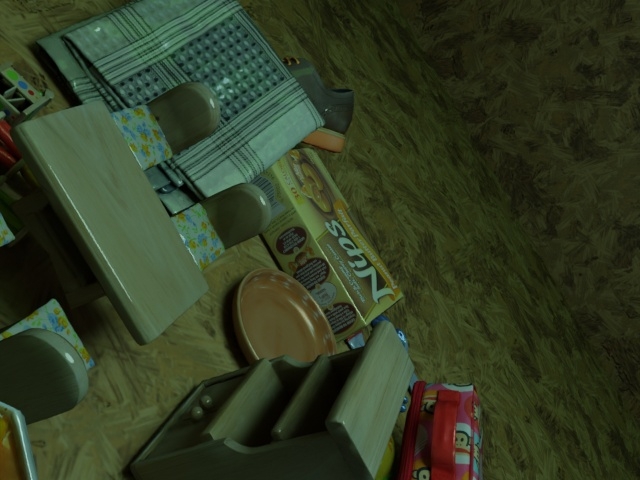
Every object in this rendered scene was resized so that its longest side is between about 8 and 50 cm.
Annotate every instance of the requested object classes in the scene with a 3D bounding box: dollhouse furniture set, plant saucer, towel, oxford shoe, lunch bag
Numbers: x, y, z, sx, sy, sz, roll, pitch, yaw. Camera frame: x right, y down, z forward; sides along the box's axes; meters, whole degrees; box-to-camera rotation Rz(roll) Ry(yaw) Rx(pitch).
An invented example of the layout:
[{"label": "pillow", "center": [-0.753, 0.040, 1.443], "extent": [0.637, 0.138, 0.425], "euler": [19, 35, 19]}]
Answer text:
[{"label": "dollhouse furniture set", "center": [-0.121, 0.042, 0.619], "extent": [0.394, 0.256, 0.362], "euler": [62, 27, -12]}, {"label": "plant saucer", "center": [-0.053, 0.134, 0.922], "extent": [0.200, 0.037, 0.200], "euler": [37, 34, -31]}, {"label": "towel", "center": [-0.180, -0.219, 0.927], "extent": [0.324, 0.056, 0.312], "euler": [-41, 99, -33]}, {"label": "oxford shoe", "center": [-0.091, -0.260, 1.100], "extent": [0.363, 0.133, 0.130], "euler": [13, 11, -42]}, {"label": "lunch bag", "center": [0.164, 0.336, 0.867], "extent": [0.293, 0.120, 0.258], "euler": [-64, 151, -57]}]

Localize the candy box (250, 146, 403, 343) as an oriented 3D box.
[{"label": "candy box", "center": [0.000, 0.000, 1.087], "extent": [0.317, 0.087, 0.183], "euler": [60, 28, 4]}]

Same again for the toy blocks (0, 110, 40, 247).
[{"label": "toy blocks", "center": [-0.344, -0.080, 0.671], "extent": [0.148, 0.054, 0.123], "euler": [46, 30, -20]}]

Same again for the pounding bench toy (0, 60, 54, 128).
[{"label": "pounding bench toy", "center": [-0.355, -0.170, 0.745], "extent": [0.065, 0.052, 0.083], "euler": [46, 30, -18]}]

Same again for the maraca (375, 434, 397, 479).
[{"label": "maraca", "center": [0.039, 0.262, 0.879], "extent": [0.127, 0.099, 0.186], "euler": [15, 25, -14]}]

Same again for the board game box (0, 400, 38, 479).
[{"label": "board game box", "center": [-0.251, 0.288, 0.180], "extent": [0.389, 0.050, 0.390], "euler": [-18, 70, -15]}]

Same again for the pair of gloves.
[{"label": "pair of gloves", "center": [0.119, 0.211, 1.132], "extent": [0.159, 0.023, 0.198], "euler": [60, 29, 5]}]
